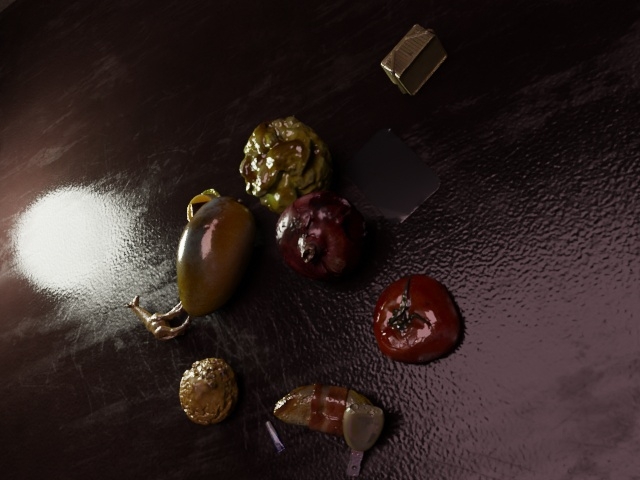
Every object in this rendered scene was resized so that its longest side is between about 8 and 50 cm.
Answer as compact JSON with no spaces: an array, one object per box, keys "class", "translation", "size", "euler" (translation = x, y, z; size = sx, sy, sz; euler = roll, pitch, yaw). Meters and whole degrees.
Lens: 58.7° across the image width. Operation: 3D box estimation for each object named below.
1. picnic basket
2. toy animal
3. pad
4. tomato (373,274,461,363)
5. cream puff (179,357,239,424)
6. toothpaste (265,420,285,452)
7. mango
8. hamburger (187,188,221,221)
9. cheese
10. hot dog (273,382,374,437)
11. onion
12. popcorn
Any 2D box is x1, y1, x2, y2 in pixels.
[{"class":"picnic basket","translation":[0.259,-0.497,1.568],"size":[0.164,0.115,0.079],"euler":[-48,56,7]},{"class":"toy animal","translation":[-0.511,0.241,1.792],"size":[0.276,0.054,0.149],"euler":[-5,69,29]},{"class":"pad","translation":[0.192,-0.181,1.566],"size":[0.181,0.004,0.267],"euler":[-43,59,10]},{"class":"tomato","translation":[0.218,0.190,1.372],"size":[0.228,0.101,0.227],"euler":[-10,70,30]},{"class":"cream puff","translation":[-0.312,0.414,1.576],"size":[0.189,0.129,0.188],"euler":[-8,73,27]},{"class":"toothpaste","translation":[-0.122,0.517,1.502],"size":[0.024,0.015,0.083],"euler":[-38,65,12]},{"class":"mango","translation":[-0.316,0.050,1.666],"size":[0.222,0.199,0.383],"euler":[27,99,23]},{"class":"hamburger","translation":[-0.356,-0.094,1.800],"size":[0.127,0.081,0.141],"euler":[-24,76,23]},{"class":"cheese","translation":[0.092,0.476,1.342],"size":[0.097,0.037,0.192],"euler":[8,109,0]},{"class":"hot dog","translation":[0.022,0.413,1.403],"size":[0.262,0.093,0.123],"euler":[11,97,8]},{"class":"onion","translation":[0.000,0.000,1.470],"size":[0.252,0.219,0.252],"euler":[5,116,10]},{"class":"popcorn","translation":[-0.100,-0.212,1.604],"size":[0.282,0.247,0.281],"euler":[-15,66,37]}]
